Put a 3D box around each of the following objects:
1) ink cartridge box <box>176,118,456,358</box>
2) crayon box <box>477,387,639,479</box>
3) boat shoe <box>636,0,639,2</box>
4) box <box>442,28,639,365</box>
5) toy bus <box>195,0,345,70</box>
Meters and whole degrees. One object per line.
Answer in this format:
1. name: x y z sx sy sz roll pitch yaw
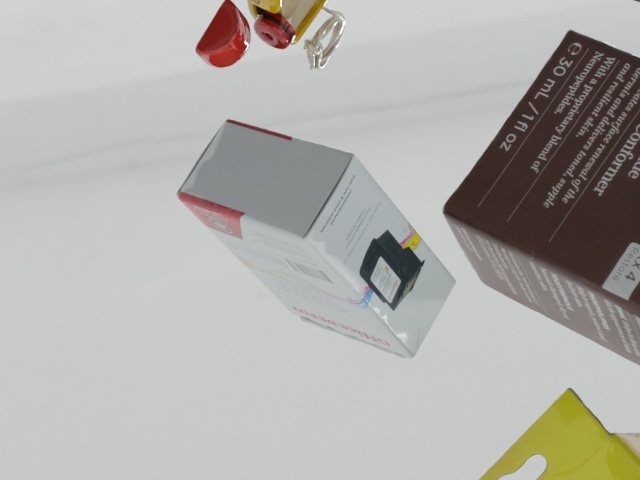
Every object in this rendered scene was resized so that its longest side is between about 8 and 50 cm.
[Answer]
1. ink cartridge box: 0.000 0.000 1.148 0.127 0.175 0.072 18 -110 39
2. crayon box: 0.248 0.296 1.264 0.202 0.081 0.318 -47 -114 15
3. boat shoe: 0.217 -0.194 0.990 0.049 0.056 0.152 9 -144 26
4. box: 0.301 0.010 1.193 0.381 0.143 0.191 28 -104 31
5. toy bus: -0.040 -0.203 0.996 0.104 0.202 0.191 30 -153 15
